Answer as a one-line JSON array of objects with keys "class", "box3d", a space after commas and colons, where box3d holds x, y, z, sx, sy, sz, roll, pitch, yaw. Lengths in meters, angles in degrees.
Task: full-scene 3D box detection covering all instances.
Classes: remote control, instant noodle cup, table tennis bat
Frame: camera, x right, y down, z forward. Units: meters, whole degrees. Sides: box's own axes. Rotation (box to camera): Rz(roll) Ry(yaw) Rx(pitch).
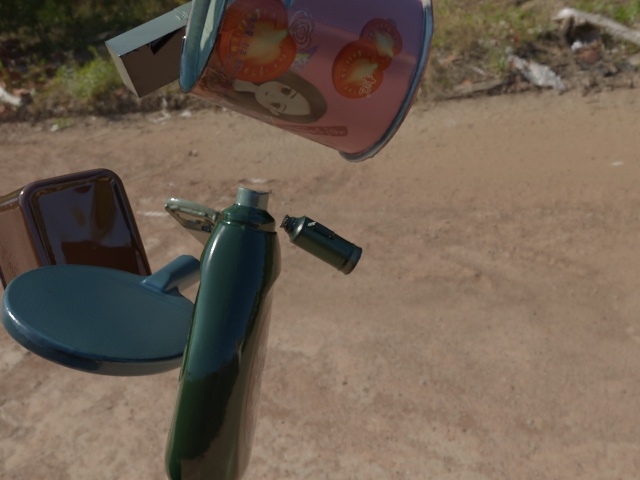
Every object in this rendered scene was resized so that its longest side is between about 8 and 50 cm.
[{"class": "remote control", "box3d": [-0.185, -0.005, 1.340, 0.124, 0.285, 0.038, 14, 71, 26]}, {"class": "instant noodle cup", "box3d": [-0.028, -0.236, 0.828, 0.231, 0.242, 0.243, 13, 16, -24]}, {"class": "table tennis bat", "box3d": [-0.221, 0.072, 0.812, 0.215, 0.044, 0.329, 22, 16, 9]}]

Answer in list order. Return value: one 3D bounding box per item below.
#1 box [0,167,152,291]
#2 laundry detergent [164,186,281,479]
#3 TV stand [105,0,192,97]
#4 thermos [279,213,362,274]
[{"class": "box", "box3d": [-0.521, 0.035, 1.476, 0.239, 0.339, 0.229, -20, 5, -42]}, {"class": "laundry detergent", "box3d": [-0.067, 0.065, 0.521, 0.063, 0.210, 0.137, 9, 5, 2]}, {"class": "TV stand", "box3d": [-0.229, -0.359, 1.232, 0.270, 0.088, 0.083, -33, 44, -16]}, {"class": "thermos", "box3d": [-0.003, 0.003, 1.565, 0.073, 0.188, 0.083, -60, 13, 1]}]
